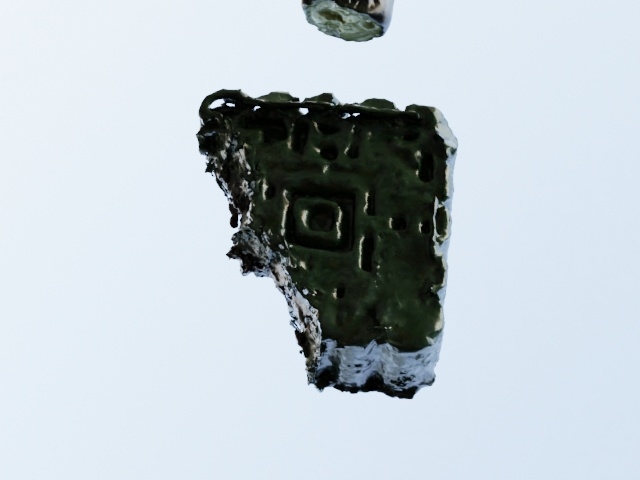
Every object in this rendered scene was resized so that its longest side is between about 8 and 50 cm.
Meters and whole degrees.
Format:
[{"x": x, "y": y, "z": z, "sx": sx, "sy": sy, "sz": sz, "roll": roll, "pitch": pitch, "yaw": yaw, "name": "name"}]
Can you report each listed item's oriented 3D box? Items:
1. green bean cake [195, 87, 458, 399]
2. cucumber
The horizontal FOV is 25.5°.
[{"x": 0.000, "y": 0.000, "z": 1.004, "sx": 0.194, "sy": 0.107, "sz": 0.208, "roll": 6, "pitch": -113, "yaw": -2, "name": "green bean cake"}, {"x": 0.033, "y": -0.209, "z": 0.815, "sx": 0.058, "sy": 0.058, "sz": 0.187, "roll": 8, "pitch": -95, "yaw": 51, "name": "cucumber"}]
